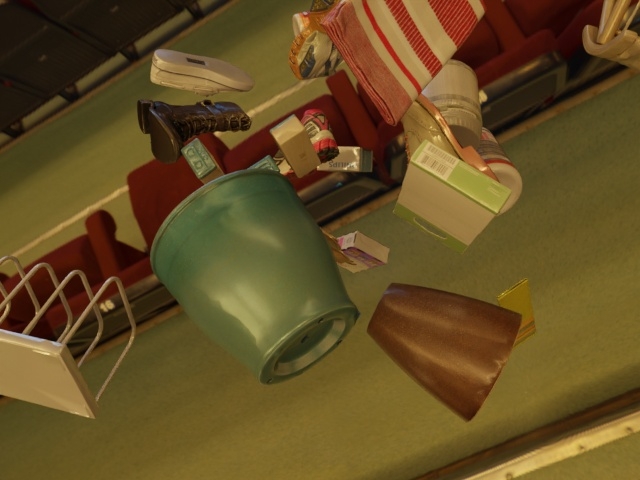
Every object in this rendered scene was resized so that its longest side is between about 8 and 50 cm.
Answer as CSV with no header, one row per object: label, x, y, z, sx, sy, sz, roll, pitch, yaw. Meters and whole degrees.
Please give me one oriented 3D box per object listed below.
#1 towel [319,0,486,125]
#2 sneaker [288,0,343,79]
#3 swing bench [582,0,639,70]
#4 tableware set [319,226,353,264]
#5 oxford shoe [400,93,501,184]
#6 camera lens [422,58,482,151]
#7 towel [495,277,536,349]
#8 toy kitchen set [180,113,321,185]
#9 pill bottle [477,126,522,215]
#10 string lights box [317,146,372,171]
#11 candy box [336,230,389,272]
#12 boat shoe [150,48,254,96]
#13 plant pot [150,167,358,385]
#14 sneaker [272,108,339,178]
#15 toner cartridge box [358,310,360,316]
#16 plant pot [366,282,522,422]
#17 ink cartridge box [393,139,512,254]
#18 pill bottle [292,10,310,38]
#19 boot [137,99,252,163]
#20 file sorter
towel,0.172,-0.412,0.978,0.329,0.237,0.037,-51,33,-13
sneaker,0.041,-0.489,1.205,0.296,0.131,0.112,-40,69,50
swing bench,0.563,-0.349,0.789,0.253,0.165,0.255,18,92,-1
tableware set,0.000,0.000,1.116,0.141,0.169,0.020,28,74,29
oxford shoe,0.244,-0.227,1.247,0.146,0.140,0.397,-41,72,12
camera lens,0.377,-0.395,1.619,0.219,0.219,0.274,-8,59,19
towel,0.532,0.204,1.435,0.102,0.237,0.021,-33,39,-8
toy kitchen set,-0.138,-0.168,0.969,0.207,0.122,0.166,-34,64,-2
pill bottle,0.515,-0.257,1.780,0.210,0.210,0.363,-23,39,14
string lights box,0.084,-0.259,1.705,0.133,0.259,0.077,4,98,13
candy box,0.132,0.047,1.995,0.196,0.164,0.070,-20,49,52
boat shoe,-0.297,-0.408,1.332,0.084,0.258,0.095,-59,35,38
plant pot,-0.085,0.071,0.829,0.271,0.271,0.255,-42,62,5
sneaker,-0.052,-0.225,1.321,0.299,0.120,0.112,-22,81,57
toner cartridge box,-0.041,0.158,1.734,0.075,0.347,0.165,-55,21,5
plant pot,0.211,0.175,0.970,0.230,0.215,0.215,28,86,15
ink cartridge box,0.231,-0.070,0.978,0.171,0.235,0.056,33,76,11
pill bottle,0.007,-0.584,1.431,0.152,0.086,0.086,-18,67,-10
boot,-0.254,-0.251,1.126,0.263,0.229,0.091,50,139,45
file sorter,-0.482,0.144,0.877,0.277,0.193,0.173,11,45,7
